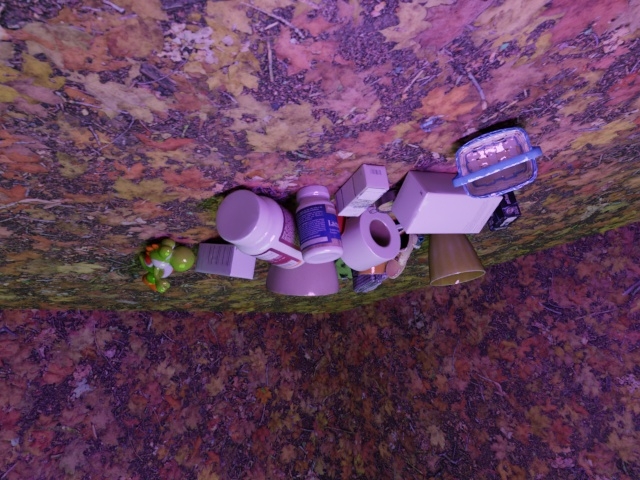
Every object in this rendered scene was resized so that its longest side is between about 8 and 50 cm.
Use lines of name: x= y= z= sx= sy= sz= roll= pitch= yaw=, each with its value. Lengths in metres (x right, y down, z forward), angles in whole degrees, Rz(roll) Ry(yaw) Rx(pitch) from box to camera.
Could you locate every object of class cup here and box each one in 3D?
cup: x=-0.075 y=0.097 z=1.869 sx=0.331 sy=0.237 sz=0.331 roll=3 pitch=-176 yaw=0

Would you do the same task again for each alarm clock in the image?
alarm clock: x=0.273 y=-0.154 z=1.721 sx=0.129 sy=0.064 sz=0.192 roll=9 pitch=151 yaw=-43

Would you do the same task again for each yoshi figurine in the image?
yoshi figurine: x=-0.670 y=0.112 z=1.879 sx=0.203 sy=0.203 sz=0.362 roll=-16 pitch=165 yaw=-35

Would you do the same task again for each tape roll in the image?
tape roll: x=0.207 y=-0.004 z=1.845 sx=0.246 sy=0.246 sz=0.169 roll=6 pitch=155 yaw=-38

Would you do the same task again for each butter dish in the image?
butter dish: x=0.024 y=-0.077 z=1.745 sx=0.118 sy=0.160 sz=0.160 roll=33 pitch=139 yaw=-29

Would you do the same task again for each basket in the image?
basket: x=0.551 y=-0.242 z=1.339 sx=0.254 sy=0.201 sz=0.289 roll=-18 pitch=-170 yaw=23

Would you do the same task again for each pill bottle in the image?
pill bottle: x=-0.200 y=-0.036 z=1.586 sx=0.224 sy=0.224 sz=0.392 roll=-17 pitch=159 yaw=20
pill bottle: x=-0.011 y=-0.059 z=1.549 sx=0.153 sy=0.265 sz=0.153 roll=-9 pitch=162 yaw=-3

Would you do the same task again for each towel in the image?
towel: x=0.257 y=0.151 z=2.339 sx=0.121 sy=0.235 sz=0.284 roll=3 pitch=158 yaw=-17

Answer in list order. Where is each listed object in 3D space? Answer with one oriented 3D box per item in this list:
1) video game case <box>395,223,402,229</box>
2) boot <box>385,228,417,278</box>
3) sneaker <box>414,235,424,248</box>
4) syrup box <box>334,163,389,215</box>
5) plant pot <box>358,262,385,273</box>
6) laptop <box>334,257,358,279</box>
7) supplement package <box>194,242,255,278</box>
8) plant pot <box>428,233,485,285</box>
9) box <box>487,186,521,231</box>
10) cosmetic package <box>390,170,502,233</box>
video game case: x=0.396 y=-0.058 z=2.064 sx=0.193 sy=0.023 sz=0.212 roll=-15 pitch=172 yaw=16
boot: x=0.384 y=0.065 z=2.063 sx=0.262 sy=0.095 sz=0.203 roll=-59 pitch=160 yaw=5
sneaker: x=0.503 y=-0.002 z=2.301 sx=0.166 sy=0.065 sz=0.076 roll=1 pitch=142 yaw=-37
syrup box: x=0.146 y=-0.178 z=1.540 sx=0.093 sy=0.096 sz=0.237 roll=2 pitch=159 yaw=-24
plant pot: x=0.253 y=0.076 z=2.114 sx=0.205 sy=0.188 sz=0.205 roll=-1 pitch=174 yaw=0
laptop: x=-0.024 y=0.101 z=2.152 sx=0.382 sy=0.236 sz=0.408 roll=-7 pitch=118 yaw=10
supplement package: x=-0.422 y=0.090 z=1.871 sx=0.244 sy=0.134 sz=0.139 roll=2 pitch=171 yaw=38
plant pot: x=0.669 y=0.057 z=2.164 sx=0.274 sy=0.293 sz=0.275 roll=-8 pitch=161 yaw=-3
box: x=0.810 y=-0.141 z=1.887 sx=0.077 sy=0.147 sz=0.180 roll=-9 pitch=162 yaw=-1
cosmetic package: x=0.485 y=-0.143 z=1.623 sx=0.365 sy=0.155 sz=0.197 roll=1 pitch=133 yaw=-25
